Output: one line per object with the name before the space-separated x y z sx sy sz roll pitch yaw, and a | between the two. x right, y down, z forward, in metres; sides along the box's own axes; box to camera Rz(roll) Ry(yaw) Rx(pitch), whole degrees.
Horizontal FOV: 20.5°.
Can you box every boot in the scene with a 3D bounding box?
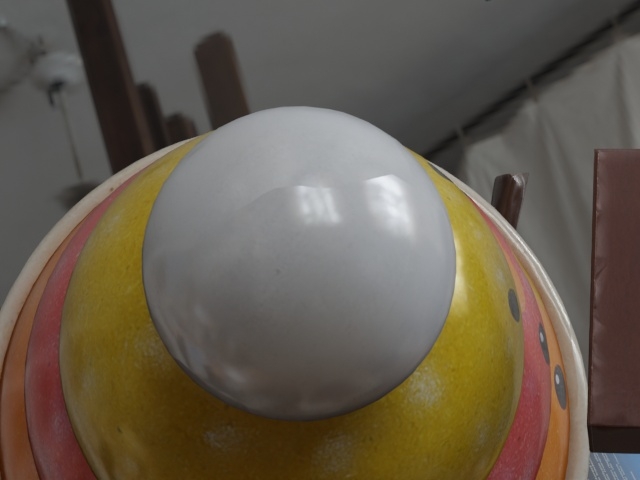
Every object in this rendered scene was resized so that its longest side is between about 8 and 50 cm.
boot | 0.141 -0.008 1.386 0.037 0.114 0.106 17 -10 0

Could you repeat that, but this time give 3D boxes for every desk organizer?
desk organizer | 0.143 0.026 0.767 0.050 0.130 0.047 1 -22 11

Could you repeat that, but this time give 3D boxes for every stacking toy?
stacking toy | -0.009 0.060 0.820 0.351 0.350 0.480 -15 -11 -6

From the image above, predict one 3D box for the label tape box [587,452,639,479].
label tape box | 0.210 0.275 1.433 0.106 0.240 0.334 -32 -24 21
